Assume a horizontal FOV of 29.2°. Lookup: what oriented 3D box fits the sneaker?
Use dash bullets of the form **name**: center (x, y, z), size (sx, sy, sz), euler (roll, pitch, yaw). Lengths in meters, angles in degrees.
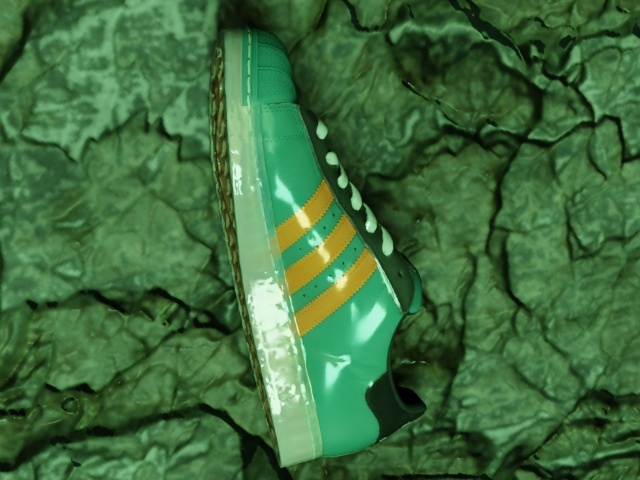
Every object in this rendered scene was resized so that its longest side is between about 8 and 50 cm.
- **sneaker**: center (0.000, 0.000, 0.826), size (0.121, 0.108, 0.302), euler (-12, 108, -9)
